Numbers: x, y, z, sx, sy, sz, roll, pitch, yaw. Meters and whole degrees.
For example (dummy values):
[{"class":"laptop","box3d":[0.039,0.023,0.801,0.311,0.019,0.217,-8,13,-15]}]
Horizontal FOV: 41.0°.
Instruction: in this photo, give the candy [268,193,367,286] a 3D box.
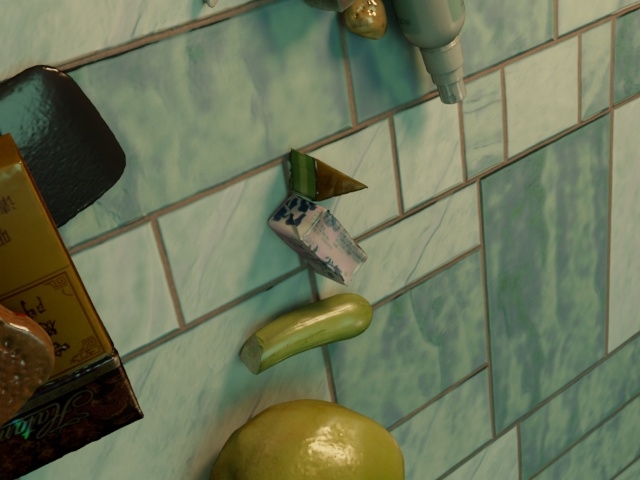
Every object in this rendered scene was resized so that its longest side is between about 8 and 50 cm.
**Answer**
[{"class":"candy","box3d":[0.000,0.000,1.399,0.073,0.092,0.160,-53,133,-10]}]

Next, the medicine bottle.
[{"class":"medicine bottle","box3d":[0.172,-0.376,1.365,0.110,0.110,0.352,-39,129,-20]}]

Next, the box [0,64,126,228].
[{"class":"box","box3d":[-0.369,-0.106,1.087,0.212,0.042,0.201,-42,129,-18]}]

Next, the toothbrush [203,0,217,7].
[{"class":"toothbrush","box3d":[-0.115,-0.448,1.157,0.021,0.027,0.269,5,106,-54]}]

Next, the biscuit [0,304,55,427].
[{"class":"biscuit","box3d":[-0.468,0.148,0.948,0.277,0.052,0.262,35,95,-32]}]

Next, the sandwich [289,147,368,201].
[{"class":"sandwich","box3d":[0.016,-0.115,1.374,0.116,0.074,0.074,-16,118,-34]}]

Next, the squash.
[{"class":"squash","box3d":[-0.017,0.152,1.460,0.250,0.083,0.083,-19,119,-30]}]

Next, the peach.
[{"class":"peach","box3d":[-0.020,0.418,1.436,0.315,0.281,0.314,31,94,-34]}]

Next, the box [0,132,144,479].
[{"class":"box","box3d":[-0.413,0.106,1.058,0.264,0.116,0.415,-24,123,-15]}]

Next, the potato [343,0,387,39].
[{"class":"potato","box3d":[0.074,-0.349,1.338,0.068,0.062,0.083,-48,155,7]}]

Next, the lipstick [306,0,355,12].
[{"class":"lipstick","box3d":[-0.022,-0.494,1.155,0.076,0.080,0.371,-43,136,-23]}]
